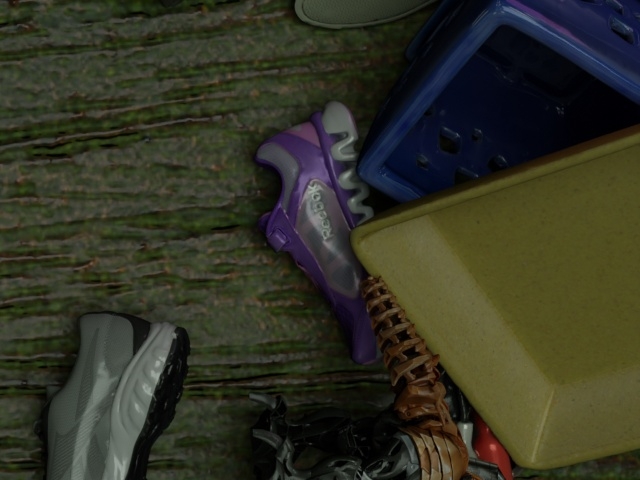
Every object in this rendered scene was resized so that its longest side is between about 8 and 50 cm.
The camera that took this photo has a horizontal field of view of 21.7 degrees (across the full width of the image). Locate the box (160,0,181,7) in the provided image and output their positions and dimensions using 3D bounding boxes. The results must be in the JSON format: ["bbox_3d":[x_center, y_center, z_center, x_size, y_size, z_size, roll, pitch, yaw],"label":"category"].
[{"bbox_3d":[-0.128,-0.340,1.430,0.148,0.127,0.232,-37,99,-12],"label":"box"}]

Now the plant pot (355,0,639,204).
[{"bbox_3d":[0.195,-0.135,1.449,0.236,0.236,0.212,29,43,-13],"label":"plant pot"}]

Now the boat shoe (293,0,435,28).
[{"bbox_3d":[0.078,-0.259,1.525,0.233,0.084,0.079,-22,58,-7],"label":"boat shoe"}]

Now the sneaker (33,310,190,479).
[{"bbox_3d":[-0.201,0.189,1.440,0.108,0.100,0.271,19,88,10],"label":"sneaker"}]

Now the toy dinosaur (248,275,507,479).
[{"bbox_3d":[0.051,0.193,1.440,0.218,0.164,0.322,-6,87,-3],"label":"toy dinosaur"}]

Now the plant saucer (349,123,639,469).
[{"bbox_3d":[0.245,0.034,1.395,0.333,0.333,0.081,51,35,-32],"label":"plant saucer"}]

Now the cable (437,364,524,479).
[{"bbox_3d":[0.133,0.129,1.506,0.139,0.072,0.287,-6,109,-17],"label":"cable"}]

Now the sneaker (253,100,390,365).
[{"bbox_3d":[0.000,0.000,1.491,0.104,0.095,0.236,-14,89,-8],"label":"sneaker"}]
